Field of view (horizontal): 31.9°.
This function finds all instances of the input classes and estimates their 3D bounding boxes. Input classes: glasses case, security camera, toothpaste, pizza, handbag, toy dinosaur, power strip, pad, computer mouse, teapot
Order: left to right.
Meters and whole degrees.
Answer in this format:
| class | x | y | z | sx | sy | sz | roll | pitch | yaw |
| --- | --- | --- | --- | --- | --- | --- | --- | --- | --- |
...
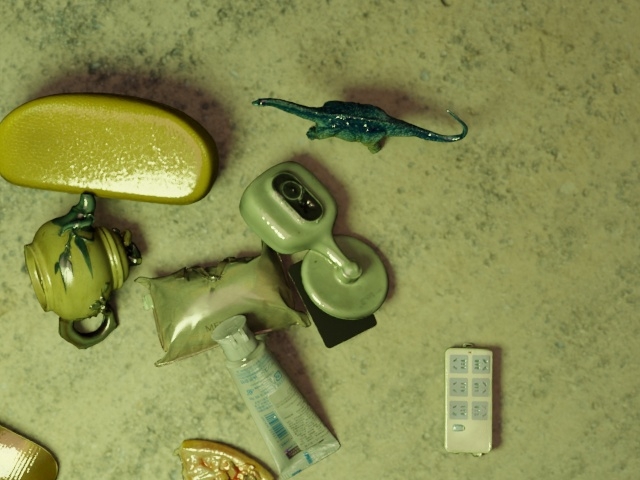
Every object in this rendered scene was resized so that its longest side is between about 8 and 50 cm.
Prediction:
| class | x | y | z | sx | sy | sz | roll | pitch | yaw |
| --- | --- | --- | --- | --- | --- | --- | --- | --- | --- |
| computer mouse | -0.567 | 0.368 | 1.892 | 0.245 | 0.056 | 0.126 | 27 | 85 | 5 |
| teapot | -0.388 | 0.051 | 1.874 | 0.183 | 0.173 | 0.269 | -18 | 114 | -23 |
| glasses case | -0.357 | -0.162 | 1.896 | 0.371 | 0.141 | 0.173 | 7 | 99 | 2 |
| pizza | -0.184 | 0.440 | 1.881 | 0.185 | 0.052 | 0.195 | 20 | 85 | 6 |
| handbag | -0.169 | 0.096 | 1.884 | 0.270 | 0.117 | 0.182 | -16 | 76 | -3 |
| toothpaste | -0.081 | 0.260 | 1.855 | 0.114 | 0.073 | 0.299 | -30 | 112 | -4 |
| security camera | 0.000 | 0.000 | 1.882 | 0.301 | 0.080 | 0.157 | 47 | 55 | 5 |
| pad | 0.020 | 0.095 | 1.908 | 0.112 | 0.003 | 0.157 | -24 | 84 | -29 |
| toy dinosaur | 0.061 | -0.198 | 1.895 | 0.363 | 0.147 | 0.076 | 9 | 87 | -6 |
| power strip | 0.250 | 0.270 | 1.897 | 0.081 | 0.035 | 0.192 | 2 | 84 | 1 |
